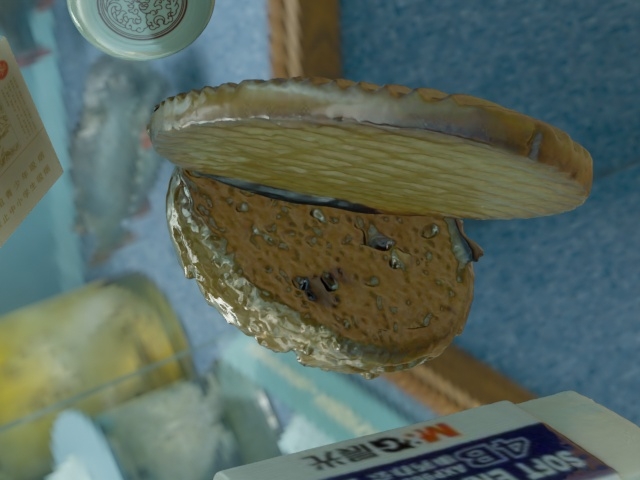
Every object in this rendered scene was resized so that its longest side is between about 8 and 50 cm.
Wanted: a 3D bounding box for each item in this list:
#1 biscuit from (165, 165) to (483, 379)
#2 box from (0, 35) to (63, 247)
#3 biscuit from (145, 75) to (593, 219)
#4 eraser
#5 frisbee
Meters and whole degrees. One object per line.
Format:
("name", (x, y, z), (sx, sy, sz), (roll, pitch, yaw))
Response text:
("biscuit", (0.000, 0.002, 1.595), (0.296, 0.296, 0.075), (55, 136, 22))
("box", (-0.361, -0.105, 1.940), (0.058, 0.141, 0.201), (14, 142, 29))
("biscuit", (0.035, -0.062, 1.293), (0.318, 0.318, 0.040), (-8, 73, 59))
("eraser", (0.075, 0.170, 1.100), (0.124, 0.279, 0.081), (30, 125, 55))
("frisbee", (-0.132, -0.179, 1.346), (0.014, 0.110, 0.110), (-100, 10, -54))
